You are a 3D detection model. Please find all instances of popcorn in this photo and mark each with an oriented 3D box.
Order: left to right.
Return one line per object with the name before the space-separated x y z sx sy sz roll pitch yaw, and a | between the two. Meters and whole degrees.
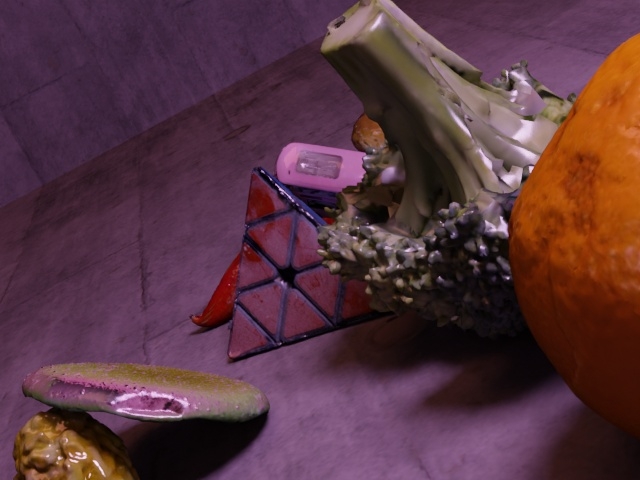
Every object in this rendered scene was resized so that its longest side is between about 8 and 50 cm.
popcorn | -0.219 0.207 1.002 0.106 0.120 0.116 -37 16 13

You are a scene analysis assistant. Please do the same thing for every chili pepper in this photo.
chili pepper | -0.027 -0.027 1.447 0.137 0.092 0.368 -28 10 42

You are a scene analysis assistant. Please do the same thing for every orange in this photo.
orange | 0.240 0.000 0.680 0.261 0.261 0.261 -25 17 8

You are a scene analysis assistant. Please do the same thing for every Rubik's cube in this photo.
Rubik's cube | 0.000 0.000 1.255 0.211 0.190 0.178 -15 4 25

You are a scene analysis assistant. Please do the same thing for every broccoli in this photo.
broccoli | 0.109 -0.040 0.980 0.375 0.302 0.249 -89 23 -66

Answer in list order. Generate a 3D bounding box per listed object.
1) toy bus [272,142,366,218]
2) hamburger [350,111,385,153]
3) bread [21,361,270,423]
toy bus | 0.048 -0.056 1.267 0.203 0.090 0.063 9 66 10
hamburger | 0.126 -0.119 1.396 0.185 0.131 0.159 -33 21 -29
bread | -0.158 0.136 1.056 0.228 0.033 0.228 5 0 0
